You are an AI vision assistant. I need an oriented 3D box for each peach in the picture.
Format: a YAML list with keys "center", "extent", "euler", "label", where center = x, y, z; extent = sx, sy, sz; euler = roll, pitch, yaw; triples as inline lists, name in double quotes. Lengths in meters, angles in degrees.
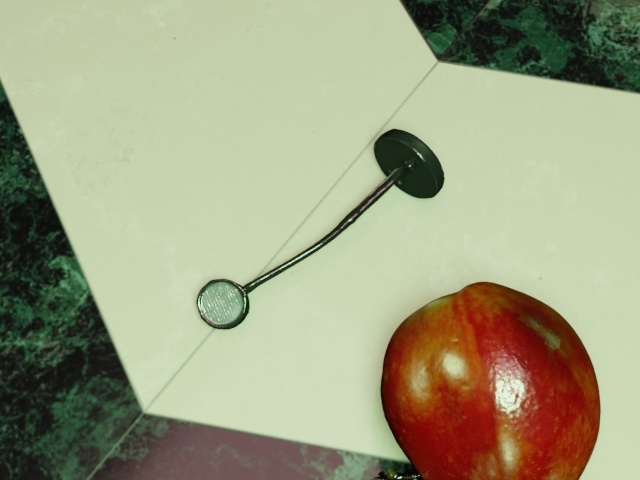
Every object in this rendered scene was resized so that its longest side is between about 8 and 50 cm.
- center: [0.205, 0.190, 1.161]
  extent: [0.249, 0.245, 0.274]
  euler: [-14, 66, -12]
  label: "peach"

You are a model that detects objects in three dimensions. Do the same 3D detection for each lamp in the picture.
- center: [0.003, 0.001, 1.358]
  extent: [0.371, 0.108, 0.130]
  euler: [-45, 86, -2]
  label: "lamp"

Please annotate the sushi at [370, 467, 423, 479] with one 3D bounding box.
- center: [0.098, 0.323, 1.191]
  extent: [0.084, 0.098, 0.094]
  euler: [-4, 70, 0]
  label: "sushi"
